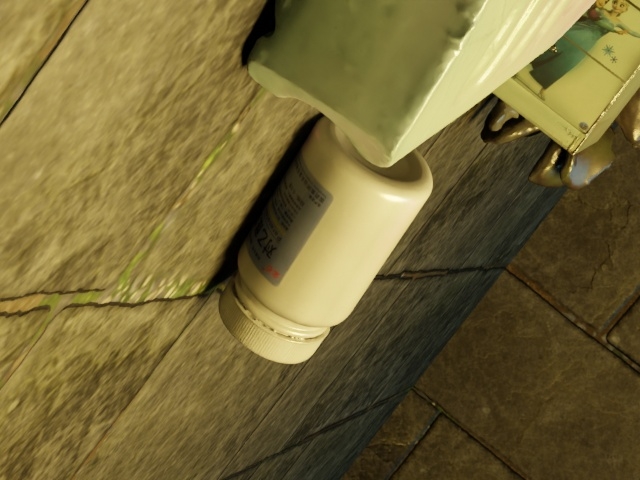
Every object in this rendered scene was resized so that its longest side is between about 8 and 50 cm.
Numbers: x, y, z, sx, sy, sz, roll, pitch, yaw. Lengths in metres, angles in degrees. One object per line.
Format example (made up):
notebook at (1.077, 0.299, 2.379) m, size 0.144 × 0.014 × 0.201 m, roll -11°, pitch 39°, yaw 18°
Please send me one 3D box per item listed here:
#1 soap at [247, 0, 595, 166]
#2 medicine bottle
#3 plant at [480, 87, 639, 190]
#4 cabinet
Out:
soap at (0.111, -0.193, 1.017) m, size 0.347 × 0.115 × 0.208 m, roll -38°, pitch 164°, yaw -52°
medicine bottle at (0.000, 0.000, 1.236) m, size 0.186 × 0.103 × 0.103 m, roll -57°, pitch 168°, yaw 30°
plant at (0.311, -0.182, 1.703) m, size 0.199 × 0.188 × 0.276 m, roll -38°, pitch 163°, yaw -49°
cabinet at (0.247, -0.208, 1.466) m, size 0.206 × 0.145 × 0.150 m, roll -54°, pitch 170°, yaw 18°
